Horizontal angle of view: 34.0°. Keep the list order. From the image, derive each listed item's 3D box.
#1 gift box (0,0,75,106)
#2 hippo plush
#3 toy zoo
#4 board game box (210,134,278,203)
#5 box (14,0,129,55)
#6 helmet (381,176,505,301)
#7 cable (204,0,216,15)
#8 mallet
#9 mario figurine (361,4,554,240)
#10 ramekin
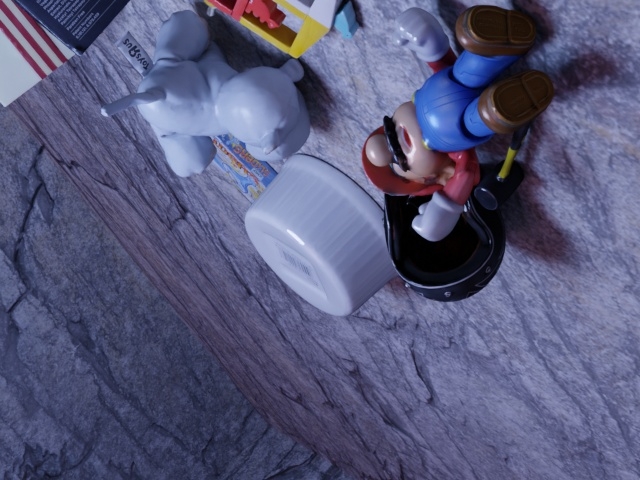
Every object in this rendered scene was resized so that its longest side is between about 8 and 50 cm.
[{"bbox_3d":[-0.544,-0.435,1.821,0.258,0.276,0.255,52,174,-32],"label":"gift box"},{"bbox_3d":[-0.132,-0.227,1.539,0.236,0.234,0.294,4,163,17],"label":"hippo plush"},{"bbox_3d":[-0.082,-0.333,1.286,0.293,0.030,0.192,33,154,-4],"label":"toy zoo"},{"bbox_3d":[-0.160,-0.152,1.935,0.201,0.035,0.136,45,162,-2],"label":"board game box"},{"bbox_3d":[-0.430,-0.452,1.445,0.312,0.179,0.343,41,179,-35],"label":"box"},{"bbox_3d":[0.162,-0.005,1.355,0.169,0.169,0.161,10,122,60],"label":"helmet"},{"bbox_3d":[-0.140,-0.405,1.359,0.139,0.072,0.287,55,149,-2],"label":"cable"},{"bbox_3d":[0.230,-0.111,1.215,0.039,0.062,0.190,37,146,16],"label":"mallet"},{"bbox_3d":[0.120,-0.126,1.162,0.170,0.198,0.320,24,158,-8],"label":"mario figurine"},{"bbox_3d":[0.000,0.000,1.769,0.277,0.135,0.277,39,160,17],"label":"ramekin"}]
